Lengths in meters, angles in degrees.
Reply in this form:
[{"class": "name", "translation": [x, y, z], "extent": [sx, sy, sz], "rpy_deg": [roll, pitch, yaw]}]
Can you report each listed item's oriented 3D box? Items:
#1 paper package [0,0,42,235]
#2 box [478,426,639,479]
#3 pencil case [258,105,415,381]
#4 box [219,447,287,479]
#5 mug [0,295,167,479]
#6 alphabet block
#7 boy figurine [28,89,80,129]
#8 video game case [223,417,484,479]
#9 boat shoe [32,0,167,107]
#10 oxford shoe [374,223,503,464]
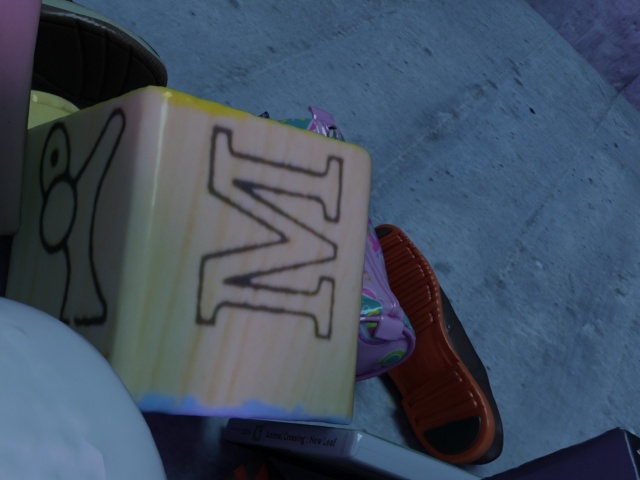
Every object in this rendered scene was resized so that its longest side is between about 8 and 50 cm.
[{"class": "paper package", "translation": [-0.322, -0.150, 0.535], "extent": [0.325, 0.309, 0.168], "rpy_deg": [-1, 49, -24]}, {"class": "box", "translation": [0.181, 0.246, 0.470], "extent": [0.184, 0.103, 0.261], "rpy_deg": [31, 41, -42]}, {"class": "pencil case", "translation": [0.000, 0.000, 0.952], "extent": [0.124, 0.124, 0.284], "rpy_deg": [17, 42, -36]}, {"class": "box", "translation": [-0.066, 0.282, 0.611], "extent": [0.201, 0.057, 0.293], "rpy_deg": [50, 33, 7]}, {"class": "mug", "translation": [-0.251, 0.109, 0.368], "extent": [0.328, 0.276, 0.374], "rpy_deg": [-23, 82, -51]}, {"class": "alphabet block", "translation": [-0.097, 0.021, 0.689], "extent": [0.193, 0.192, 0.197], "rpy_deg": [13, 79, -41]}, {"class": "boy figurine", "translation": [-0.225, -0.051, 0.791], "extent": [0.285, 0.092, 0.177], "rpy_deg": [21, 39, -30]}, {"class": "video game case", "translation": [0.057, 0.182, 0.757], "extent": [0.212, 0.193, 0.023], "rpy_deg": [25, 71, -26]}, {"class": "boat shoe", "translation": [-0.266, -0.208, 0.926], "extent": [0.258, 0.095, 0.095], "rpy_deg": [21, 33, -31]}, {"class": "oxford shoe", "translation": [0.106, 0.107, 0.993], "extent": [0.098, 0.097, 0.271], "rpy_deg": [32, 33, -55]}]
